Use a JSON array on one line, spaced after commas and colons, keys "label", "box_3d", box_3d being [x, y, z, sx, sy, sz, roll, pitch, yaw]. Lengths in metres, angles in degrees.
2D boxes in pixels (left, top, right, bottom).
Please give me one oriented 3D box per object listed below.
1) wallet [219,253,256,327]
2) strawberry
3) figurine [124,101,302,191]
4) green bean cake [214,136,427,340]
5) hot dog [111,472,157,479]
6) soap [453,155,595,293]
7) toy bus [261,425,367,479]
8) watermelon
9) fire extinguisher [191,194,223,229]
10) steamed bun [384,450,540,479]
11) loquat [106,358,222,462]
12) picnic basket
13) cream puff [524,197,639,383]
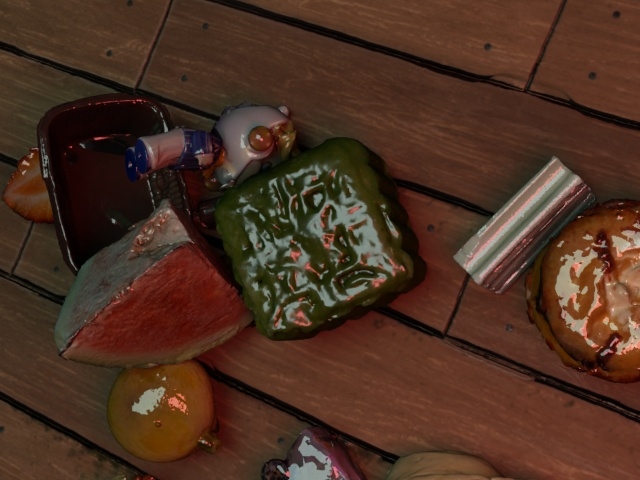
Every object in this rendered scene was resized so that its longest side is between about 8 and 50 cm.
[{"label": "wallet", "box_3d": [-0.044, 0.045, 1.762, 0.255, 0.031, 0.137, -22, 72, 19]}, {"label": "strawberry", "box_3d": [-0.459, -0.088, 1.948, 0.187, 0.082, 0.146, -13, 69, 26]}, {"label": "figurine", "box_3d": [-0.163, -0.137, 1.748, 0.274, 0.194, 0.133, -13, 76, -11]}, {"label": "green bean cake", "box_3d": [0.000, 0.000, 1.651, 0.250, 0.156, 0.247, -25, 77, 16]}, {"label": "hot dog", "box_3d": [-0.295, 0.459, 1.756, 0.146, 0.103, 0.213, 24, 99, 5]}, {"label": "soap", "box_3d": [0.282, -0.019, 1.584, 0.198, 0.114, 0.063, -46, 65, 8]}, {"label": "toy bus", "box_3d": [-0.062, 0.424, 1.652, 0.138, 0.112, 0.317, 39, 97, 21]}, {"label": "watermelon", "box_3d": [-0.230, 0.073, 1.651, 0.193, 0.310, 0.231, -125, 35, -61]}, {"label": "fire extinguisher", "box_3d": [-0.140, -0.053, 1.819, 0.158, 0.043, 0.064, -15, 115, 21]}, {"label": "steamed bun", "box_3d": [0.187, 0.411, 1.488, 0.276, 0.203, 0.289, -16, 73, 21]}, {"label": "loquat", "box_3d": [-0.231, 0.257, 1.738, 0.204, 0.149, 0.172, 31, 88, 14]}, {"label": "picnic basket", "box_3d": [-0.325, -0.075, 1.825, 0.223, 0.129, 0.296, -11, 79, -15]}, {"label": "cream puff", "box_3d": [0.389, 0.069, 1.495, 0.240, 0.164, 0.240, -1, 84, 10]}]
